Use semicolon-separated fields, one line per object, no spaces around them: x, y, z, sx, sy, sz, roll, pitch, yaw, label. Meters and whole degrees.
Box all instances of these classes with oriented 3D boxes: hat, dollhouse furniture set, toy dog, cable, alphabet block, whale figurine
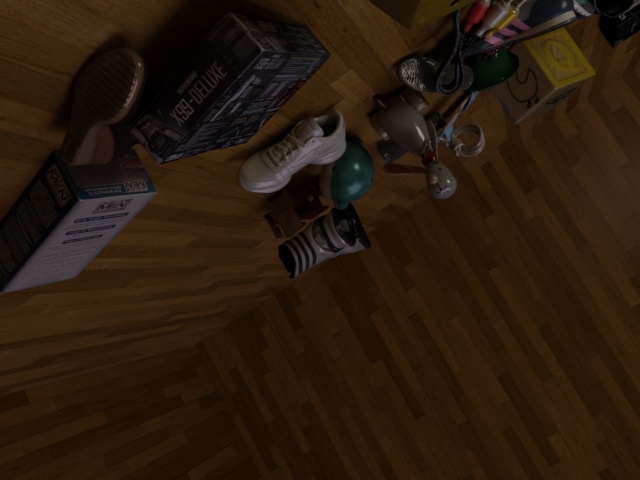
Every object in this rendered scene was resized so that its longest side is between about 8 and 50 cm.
0.405;-0.502;1.577;0.208;0.173;0.184;-23;134;5;hat
-0.056;-0.089;2.024;0.262;0.135;0.259;-34;168;24;dollhouse furniture set
0.230;-0.268;1.612;0.161;0.333;0.220;13;114;-50;toy dog
0.319;-0.433;1.388;0.139;0.072;0.287;5;136;-26;cable
0.647;-0.491;1.875;0.193;0.192;0.197;-26;168;-29;alphabet block
0.102;-0.188;1.822;0.272;0.141;0.216;5;100;-68;whale figurine

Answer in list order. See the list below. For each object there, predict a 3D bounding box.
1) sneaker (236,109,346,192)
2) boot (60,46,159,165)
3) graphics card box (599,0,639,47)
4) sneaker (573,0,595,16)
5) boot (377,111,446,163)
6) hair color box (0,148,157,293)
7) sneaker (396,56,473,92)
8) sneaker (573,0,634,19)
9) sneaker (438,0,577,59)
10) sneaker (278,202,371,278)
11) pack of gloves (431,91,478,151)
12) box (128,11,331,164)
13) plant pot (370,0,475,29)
-0.071;-0.224;1.512;0.305;0.114;0.152;-30;156;-20;sneaker
-0.294;-0.223;1.006;0.248;0.090;0.207;-42;178;37;boot
1.048;-0.763;1.932;0.370;0.094;0.232;-34;169;19;graphics card box
0.601;-0.591;1.482;0.166;0.065;0.076;22;123;-29;sneaker
0.295;-0.327;2.012;0.208;0.076;0.189;-27;-174;26;boot
-0.488;-0.035;1.215;0.347;0.105;0.173;-36;168;34;hair color box
0.258;-0.401;1.565;0.221;0.083;0.118;-1;-172;-30;sneaker
0.706;-0.610;1.586;0.131;0.148;0.350;-32;169;13;sneaker
0.411;-0.508;1.444;0.318;0.131;0.112;-11;-167;33;sneaker
-0.001;-0.001;2.036;0.257;0.169;0.447;-26;174;14;sneaker
0.439;-0.380;2.014;0.195;0.046;0.232;-49;175;-30;pack of gloves
-0.133;-0.247;1.030;0.242;0.076;0.307;-41;178;25;box
0.150;-0.426;0.867;0.212;0.187;0.212;-28;169;-11;plant pot
